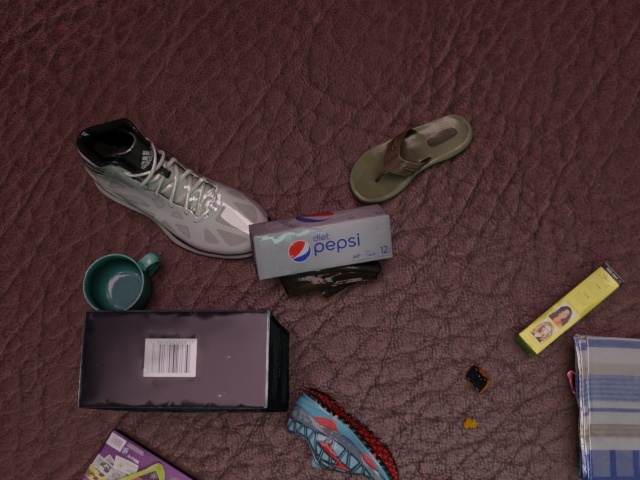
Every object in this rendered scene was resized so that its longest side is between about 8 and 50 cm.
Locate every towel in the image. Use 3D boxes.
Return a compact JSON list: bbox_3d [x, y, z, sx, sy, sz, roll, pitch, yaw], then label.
[{"bbox_3d":[0.594,0.329,1.577,0.209,0.034,0.285,4,78,-17],"label":"towel"}]

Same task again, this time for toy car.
[{"bbox_3d":[0.316,0.320,1.636,0.040,0.060,0.122,16,97,-35],"label":"toy car"}]

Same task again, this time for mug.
[{"bbox_3d":[-0.413,0.099,1.702,0.158,0.097,0.129,-5,76,3],"label":"mug"}]

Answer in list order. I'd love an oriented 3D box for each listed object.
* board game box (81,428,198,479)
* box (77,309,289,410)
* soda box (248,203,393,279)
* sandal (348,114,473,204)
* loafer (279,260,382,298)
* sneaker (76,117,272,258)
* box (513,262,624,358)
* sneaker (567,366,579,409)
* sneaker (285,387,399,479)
[{"bbox_3d":[-0.331,0.560,1.618,0.347,0.056,0.208,30,77,10],"label":"board game box"},{"bbox_3d":[-0.244,0.242,1.546,0.343,0.312,0.179,-1,78,5],"label":"box"},{"bbox_3d":[0.000,0.000,1.653,0.286,0.091,0.098,-10,110,-9],"label":"soda box"},{"bbox_3d":[0.190,-0.191,1.726,0.303,0.086,0.120,-33,77,-3],"label":"sandal"},{"bbox_3d":[0.021,0.079,1.693,0.220,0.080,0.078,-4,110,2],"label":"loafer"},{"bbox_3d":[-0.319,-0.104,1.658,0.448,0.257,0.169,25,80,9],"label":"sneaker"},{"bbox_3d":[0.504,0.144,1.627,0.232,0.087,0.058,-39,75,-4],"label":"box"},{"bbox_3d":[0.523,0.309,1.597,0.047,0.057,0.119,-28,68,36],"label":"sneaker"},{"bbox_3d":[0.040,0.420,1.609,0.262,0.104,0.125,40,100,16],"label":"sneaker"}]
